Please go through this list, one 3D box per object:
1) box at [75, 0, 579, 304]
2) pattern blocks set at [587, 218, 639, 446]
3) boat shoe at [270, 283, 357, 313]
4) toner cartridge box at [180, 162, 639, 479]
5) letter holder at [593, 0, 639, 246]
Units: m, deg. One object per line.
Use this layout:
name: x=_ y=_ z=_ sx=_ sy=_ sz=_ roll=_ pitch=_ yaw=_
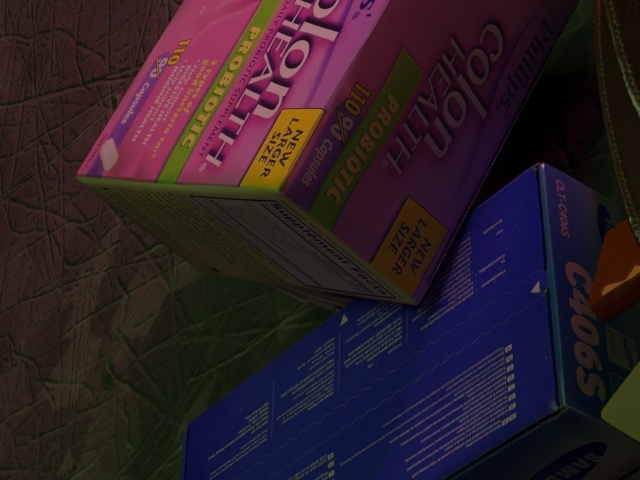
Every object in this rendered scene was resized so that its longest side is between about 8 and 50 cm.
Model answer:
box: x=-0.002 y=-0.090 z=1.048 sx=0.243 sy=0.117 sz=0.214 roll=7 pitch=63 yaw=55
pattern blocks set: x=0.224 y=0.038 z=0.756 sx=0.325 sy=0.026 sz=0.285 roll=-46 pitch=32 yaw=2
boat shoe: x=0.000 y=0.000 z=1.165 sx=0.096 sy=0.088 sz=0.267 roll=-51 pitch=31 yaw=-16
toner cartridge box: x=0.041 y=0.116 z=1.011 sx=0.348 sy=0.075 sz=0.165 roll=-38 pitch=39 yaw=39
letter holder: x=0.191 y=-0.171 z=0.852 sx=0.214 sy=0.152 sz=0.302 roll=-29 pitch=37 yaw=30
